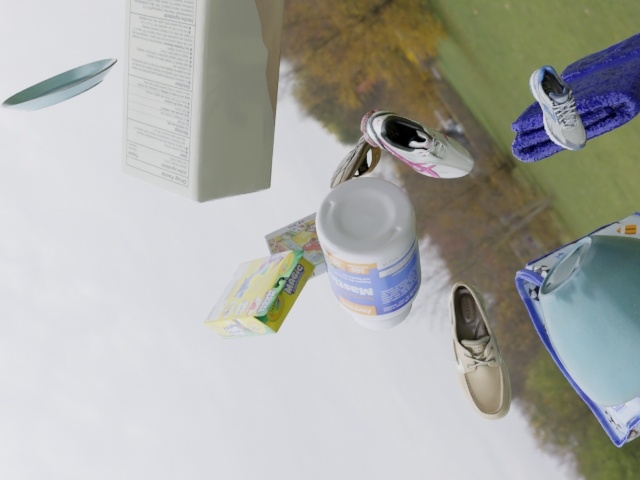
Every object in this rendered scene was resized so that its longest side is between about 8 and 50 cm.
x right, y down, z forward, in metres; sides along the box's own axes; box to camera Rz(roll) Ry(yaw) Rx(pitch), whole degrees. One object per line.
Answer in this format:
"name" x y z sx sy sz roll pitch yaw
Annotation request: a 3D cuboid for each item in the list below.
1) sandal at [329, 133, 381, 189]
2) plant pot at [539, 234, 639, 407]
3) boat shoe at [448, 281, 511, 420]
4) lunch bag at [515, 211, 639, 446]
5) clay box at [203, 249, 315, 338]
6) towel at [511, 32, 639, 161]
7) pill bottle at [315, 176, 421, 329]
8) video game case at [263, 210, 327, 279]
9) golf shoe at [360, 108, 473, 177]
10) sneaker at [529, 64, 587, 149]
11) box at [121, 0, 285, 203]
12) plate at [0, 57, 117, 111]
"sandal" 0.079 -0.145 1.695 0.049 0.072 0.180 44 -124 -11
"plant pot" 0.483 0.103 1.647 0.195 0.290 0.290 39 -169 -3
"boat shoe" 0.334 0.236 2.111 0.098 0.109 0.302 39 -141 -72
"lunch bag" 0.616 0.144 1.937 0.385 0.327 0.239 57 161 28
"clay box" -0.092 0.086 1.545 0.053 0.127 0.222 39 156 -20
"towel" 0.442 -0.245 1.591 0.076 0.227 0.308 57 -140 -11
"pill bottle" 0.083 0.034 1.573 0.272 0.152 0.152 76 169 -56
"video game case" 0.000 0.000 1.901 0.227 0.206 0.026 -115 -1 -64
"golf shoe" 0.151 -0.136 1.459 0.186 0.067 0.086 20 -175 -19
"sneaker" 0.343 -0.193 1.419 0.135 0.052 0.058 63 176 11
"box" -0.133 -0.212 1.105 0.148 0.311 0.121 22 -156 38
"plate" -0.391 -0.231 1.490 0.188 0.188 0.024 -99 -12 -68
